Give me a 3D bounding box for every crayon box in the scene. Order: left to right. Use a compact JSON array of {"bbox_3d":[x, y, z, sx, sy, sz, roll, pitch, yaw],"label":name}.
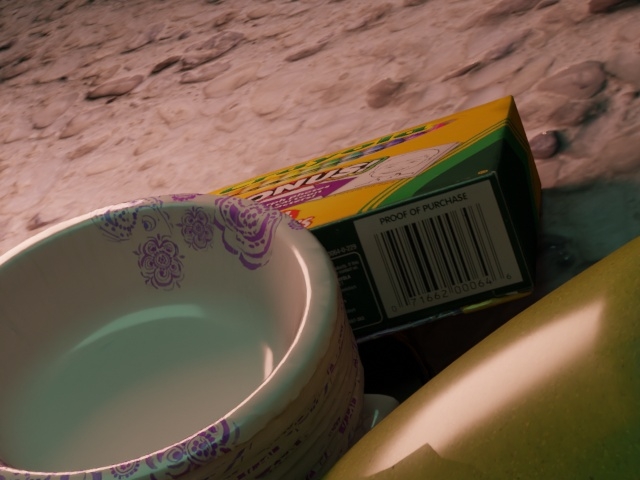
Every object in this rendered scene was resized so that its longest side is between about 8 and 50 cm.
[{"bbox_3d":[0.000,0.000,1.117,0.363,0.106,0.313,-17,14,15],"label":"crayon box"}]

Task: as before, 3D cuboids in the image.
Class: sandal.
[{"bbox_3d":[0.042,0.106,1.019,0.090,0.060,0.219,-26,28,0],"label":"sandal"}]

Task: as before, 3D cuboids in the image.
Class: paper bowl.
[{"bbox_3d":[-0.112,0.106,0.859,0.284,0.148,0.284,-10,38,8],"label":"paper bowl"}]

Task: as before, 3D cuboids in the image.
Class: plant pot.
[{"bbox_3d":[0.114,0.170,0.677,0.293,0.275,0.275,-28,22,31],"label":"plant pot"}]

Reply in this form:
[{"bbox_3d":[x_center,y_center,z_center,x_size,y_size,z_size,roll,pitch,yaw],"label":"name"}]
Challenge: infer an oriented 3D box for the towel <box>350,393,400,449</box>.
[{"bbox_3d":[-0.125,0.234,0.911,0.332,0.053,0.317,-5,39,36],"label":"towel"}]
